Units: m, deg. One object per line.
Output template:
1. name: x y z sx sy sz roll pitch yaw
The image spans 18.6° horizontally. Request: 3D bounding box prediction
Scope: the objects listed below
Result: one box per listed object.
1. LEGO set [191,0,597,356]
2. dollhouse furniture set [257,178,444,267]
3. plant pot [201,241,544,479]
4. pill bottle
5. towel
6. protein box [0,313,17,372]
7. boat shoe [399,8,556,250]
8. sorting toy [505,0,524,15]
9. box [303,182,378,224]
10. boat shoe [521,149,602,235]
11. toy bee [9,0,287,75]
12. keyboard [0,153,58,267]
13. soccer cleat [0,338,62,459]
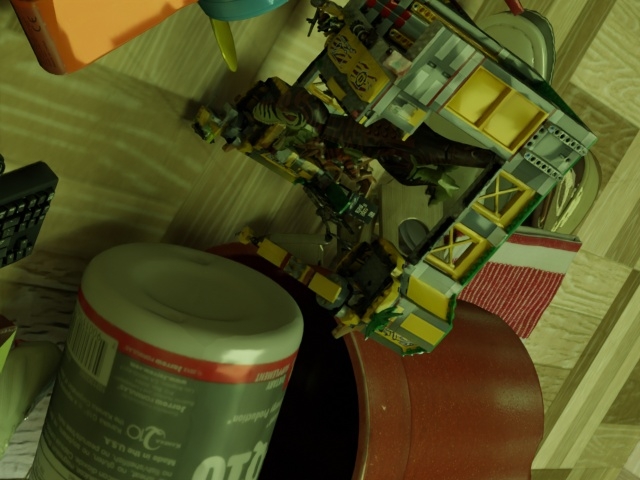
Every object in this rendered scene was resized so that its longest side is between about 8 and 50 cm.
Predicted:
1. LEGO set: 0.014 -0.100 1.341 0.255 0.331 0.192 -43 131 20
2. dollhouse furniture set: 0.000 0.000 1.727 0.182 0.161 0.101 163 -73 -68
3. plant pot: 0.024 0.144 1.573 0.265 0.272 0.272 5 117 -47
4. pill bottle: -0.124 0.159 1.412 0.161 0.161 0.283 -18 130 -57
5. towel: 0.113 0.127 1.894 0.237 0.037 0.329 7 118 -51
6. protein box: -0.300 0.088 1.007 0.136 0.201 0.199 -16 134 -58
7. boat shoe: 0.155 -0.105 1.823 0.091 0.109 0.305 -38 157 -40
8. sorting toy: 0.098 -0.273 1.366 0.046 0.274 0.132 -29 128 11
9. box: 0.002 -0.046 1.608 0.018 0.083 0.067 -58 157 2
10. boat shoe: 0.163 0.024 2.013 0.342 0.123 0.123 -56 144 -4
11. toy bee: -0.059 -0.200 1.211 0.298 0.162 0.195 -8 117 -19
12. keyboard: -0.236 -0.005 1.255 0.180 0.023 0.108 -27 143 -52
13. soccer cleat: -0.241 0.139 1.363 0.196 0.076 0.068 -37 150 -41
